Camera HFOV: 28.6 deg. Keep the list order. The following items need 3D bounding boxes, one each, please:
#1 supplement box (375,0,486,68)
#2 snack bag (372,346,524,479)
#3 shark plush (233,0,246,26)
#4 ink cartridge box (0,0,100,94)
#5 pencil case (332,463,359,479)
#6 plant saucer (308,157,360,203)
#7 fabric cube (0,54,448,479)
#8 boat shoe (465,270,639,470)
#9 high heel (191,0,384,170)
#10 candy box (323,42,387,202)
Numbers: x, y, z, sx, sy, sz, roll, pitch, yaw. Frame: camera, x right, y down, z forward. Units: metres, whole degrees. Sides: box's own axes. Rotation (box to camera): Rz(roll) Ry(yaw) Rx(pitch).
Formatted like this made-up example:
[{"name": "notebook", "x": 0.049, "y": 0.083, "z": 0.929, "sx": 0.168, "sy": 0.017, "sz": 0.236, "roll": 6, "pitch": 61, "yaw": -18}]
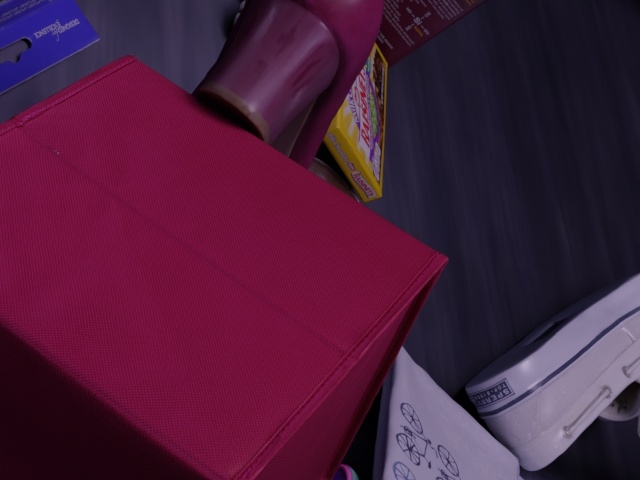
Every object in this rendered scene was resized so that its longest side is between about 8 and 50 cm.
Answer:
[{"name": "supplement box", "x": 0.123, "y": -0.276, "z": 1.360, "sx": 0.081, "sy": 0.188, "sz": 0.104, "roll": 50, "pitch": 42, "yaw": -12}, {"name": "snack bag", "x": 0.171, "y": 0.270, "z": 1.088, "sx": 0.342, "sy": 0.037, "sz": 0.323, "roll": 45, "pitch": 17, "yaw": -10}, {"name": "shark plush", "x": -0.032, "y": -0.216, "z": 1.300, "sx": 0.161, "sy": 0.073, "sz": 0.067, "roll": 27, "pitch": 67, "yaw": -58}, {"name": "ink cartridge box", "x": -0.293, "y": -0.224, "z": 1.029, "sx": 0.208, "sy": 0.045, "sz": 0.206, "roll": 54, "pitch": 41, "yaw": -8}, {"name": "pencil case", "x": 0.072, "y": 0.283, "z": 1.045, "sx": 0.236, "sy": 0.104, "sz": 0.104, "roll": 37, "pitch": 45, "yaw": -20}, {"name": "plant saucer", "x": 0.000, "y": 0.000, "z": 1.179, "sx": 0.168, "sy": 0.029, "sz": 0.168, "roll": 37, "pitch": 38, "yaw": -37}, {"name": "fabric cube", "x": -0.118, "y": 0.082, "z": 0.795, "sx": 0.258, "sy": 0.254, "sz": 0.259, "roll": 33, "pitch": 40, "yaw": 12}, {"name": "boat shoe", "x": 0.311, "y": 0.142, "z": 1.342, "sx": 0.367, "sy": 0.136, "sz": 0.156, "roll": -27, "pitch": 87, "yaw": -46}, {"name": "high heel", "x": -0.022, "y": -0.128, "z": 0.990, "sx": 0.127, "sy": 0.377, "sz": 0.181, "roll": 37, "pitch": 80, "yaw": -6}, {"name": "candy box", "x": 0.035, "y": -0.146, "z": 1.280, "sx": 0.105, "sy": 0.027, "sz": 0.206, "roll": 52, "pitch": 30, "yaw": -39}]
